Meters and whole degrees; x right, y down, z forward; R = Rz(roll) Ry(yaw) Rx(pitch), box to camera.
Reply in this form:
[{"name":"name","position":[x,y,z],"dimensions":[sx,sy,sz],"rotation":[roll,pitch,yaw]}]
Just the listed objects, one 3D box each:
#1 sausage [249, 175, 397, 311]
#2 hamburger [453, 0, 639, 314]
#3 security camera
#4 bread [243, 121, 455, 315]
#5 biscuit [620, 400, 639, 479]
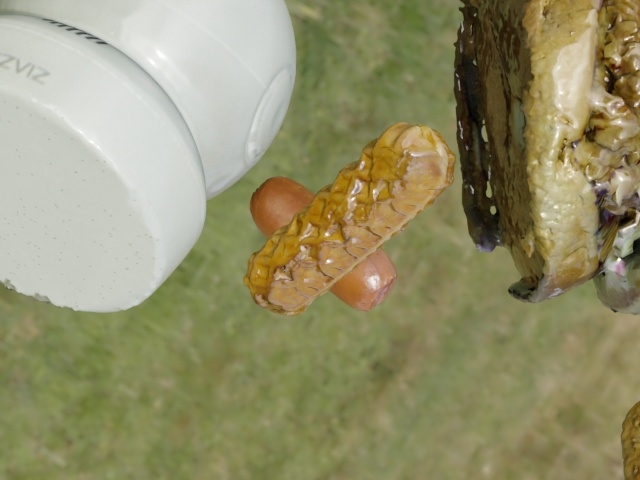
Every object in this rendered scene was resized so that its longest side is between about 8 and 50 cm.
[{"name":"sausage","position":[0.000,0.000,2.020],"dimensions":[0.076,0.197,0.076],"rotation":[-39,154,-23]},{"name":"hamburger","position":[0.210,-0.109,1.335],"dimensions":[0.277,0.195,0.318],"rotation":[149,-58,-78]},{"name":"security camera","position":[-0.118,-0.098,1.082],"dimensions":[0.195,0.194,0.236],"rotation":[95,20,-50]},{"name":"bread","position":[0.015,-0.011,1.037],"dimensions":[0.052,0.044,0.157],"rotation":[17,133,-41]},{"name":"biscuit","position":[0.303,0.199,1.484],"dimensions":[0.247,0.118,0.029],"rotation":[-84,151,-53]}]
